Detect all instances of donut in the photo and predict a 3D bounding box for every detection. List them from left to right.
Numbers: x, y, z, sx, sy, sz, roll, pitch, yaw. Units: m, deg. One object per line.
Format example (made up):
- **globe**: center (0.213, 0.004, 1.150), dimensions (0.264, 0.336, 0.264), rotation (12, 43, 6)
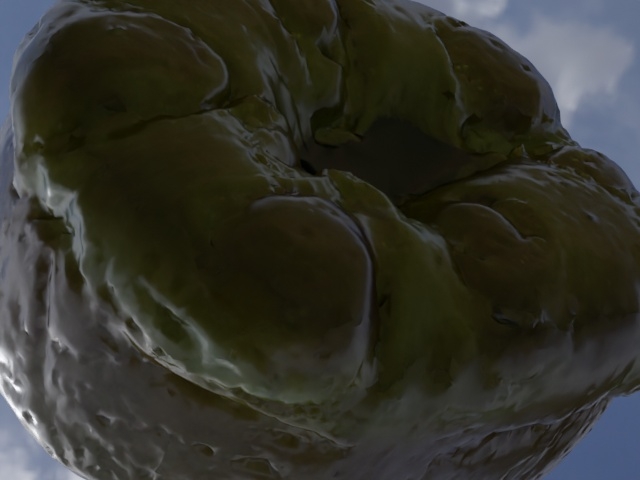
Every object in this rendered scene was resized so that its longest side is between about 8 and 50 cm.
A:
- **donut**: center (0.000, 0.000, 0.622), dimensions (0.261, 0.128, 0.208), rotation (4, -138, -43)
